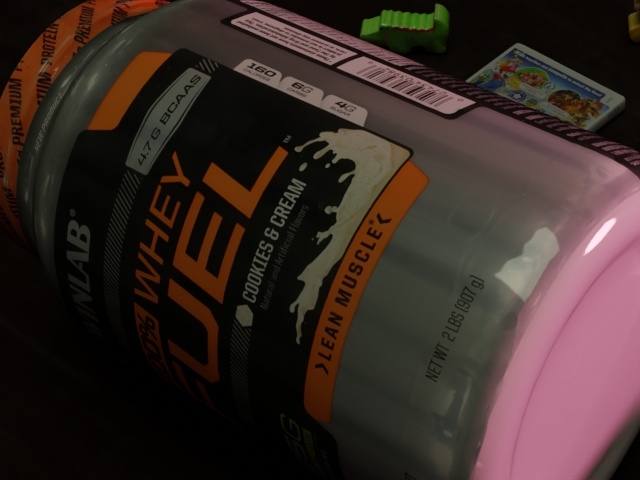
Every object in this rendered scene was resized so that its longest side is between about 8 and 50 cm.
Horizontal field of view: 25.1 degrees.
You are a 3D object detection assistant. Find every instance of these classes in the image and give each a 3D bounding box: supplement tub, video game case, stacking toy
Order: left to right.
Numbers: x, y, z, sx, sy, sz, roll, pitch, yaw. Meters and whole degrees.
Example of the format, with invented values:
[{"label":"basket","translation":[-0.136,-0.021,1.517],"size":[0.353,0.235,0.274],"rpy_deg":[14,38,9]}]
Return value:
[{"label":"supplement tub","translation":[0.000,0.000,0.687],"size":[0.316,0.194,0.193],"rpy_deg":[26,56,31]},{"label":"video game case","translation":[0.110,-0.069,0.860],"size":[0.122,0.011,0.087],"rpy_deg":[-37,50,-24]},{"label":"stacking toy","translation":[0.140,-0.198,0.952],"size":[0.221,0.052,0.167],"rpy_deg":[-2,46,10]}]
